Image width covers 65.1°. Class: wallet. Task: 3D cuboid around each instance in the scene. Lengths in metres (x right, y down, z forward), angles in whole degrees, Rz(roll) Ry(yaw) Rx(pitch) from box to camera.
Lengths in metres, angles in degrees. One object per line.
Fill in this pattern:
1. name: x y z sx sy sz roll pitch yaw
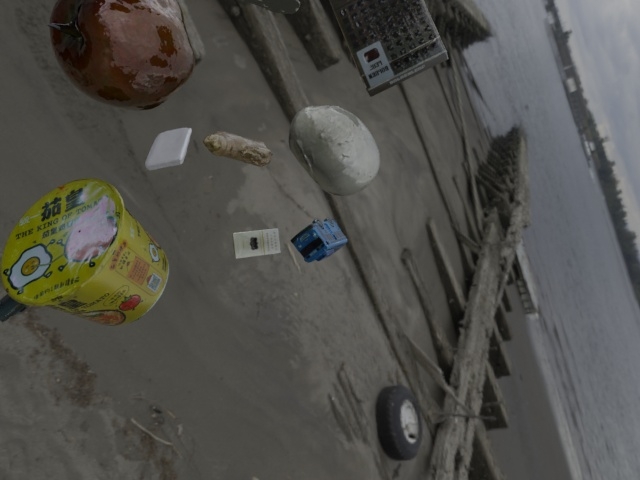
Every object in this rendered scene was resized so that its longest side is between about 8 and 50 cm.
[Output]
1. wallet: -0.455 -0.276 1.511 0.183 0.124 0.032 -92 168 -47

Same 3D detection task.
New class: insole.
1. insole: -0.190 -0.830 1.719 0.247 0.081 0.011 7 62 -22

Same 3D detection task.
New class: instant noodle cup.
1. instant noodle cup: -0.542 0.051 1.214 0.254 0.325 0.326 59 28 -56

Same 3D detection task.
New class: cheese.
1. cheese: 0.034 -0.180 1.019 0.189 0.154 0.198 56 5 9

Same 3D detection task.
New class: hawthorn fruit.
1. hawthorn fruit: -0.414 -0.403 1.027 0.301 0.267 0.268 -31 102 -64

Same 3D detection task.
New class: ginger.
1. ginger: -0.234 -0.255 1.372 0.213 0.137 0.074 3 106 -35

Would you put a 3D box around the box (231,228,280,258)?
1. box: -0.225 0.010 1.762 0.166 0.024 0.090 -7 93 -25

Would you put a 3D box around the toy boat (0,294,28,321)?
1. toy boat: -0.796 0.154 1.326 0.055 0.141 0.060 56 6 34

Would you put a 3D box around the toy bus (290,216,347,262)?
1. toy bus: 0.000 0.000 1.445 0.106 0.090 0.184 56 22 7

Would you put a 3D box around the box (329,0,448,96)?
1. box: 0.125 -0.494 1.073 0.325 0.180 0.047 69 15 8
